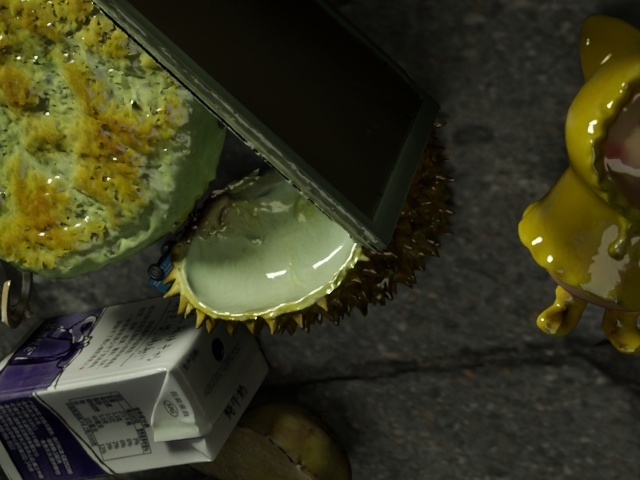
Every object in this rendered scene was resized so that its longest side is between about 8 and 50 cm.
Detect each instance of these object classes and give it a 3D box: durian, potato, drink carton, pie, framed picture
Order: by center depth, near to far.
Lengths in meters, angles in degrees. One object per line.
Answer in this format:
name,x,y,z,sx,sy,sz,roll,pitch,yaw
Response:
framed picture,-0.024,-0.118,0.923,0.231,0.293,0.018,42,114,-6
durian,0.000,0.000,1.106,0.252,0.144,0.139,-20,80,27
pie,-0.218,-0.114,1.121,0.371,0.078,0.296,-14,104,31
drink carton,-0.173,0.126,1.238,0.222,0.134,0.102,-13,113,28
potato,-0.039,0.173,1.255,0.172,0.089,0.100,18,134,36

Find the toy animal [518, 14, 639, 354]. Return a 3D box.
toy animal,0.220,-0.030,0.982,0.156,0.156,0.229,22,116,8

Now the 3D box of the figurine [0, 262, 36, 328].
figurine,-0.331,0.037,1.268,0.154,0.132,0.132,8,124,2

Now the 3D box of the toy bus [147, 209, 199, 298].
toy bus,-0.108,0.012,1.197,0.046,0.038,0.083,36,126,-9
